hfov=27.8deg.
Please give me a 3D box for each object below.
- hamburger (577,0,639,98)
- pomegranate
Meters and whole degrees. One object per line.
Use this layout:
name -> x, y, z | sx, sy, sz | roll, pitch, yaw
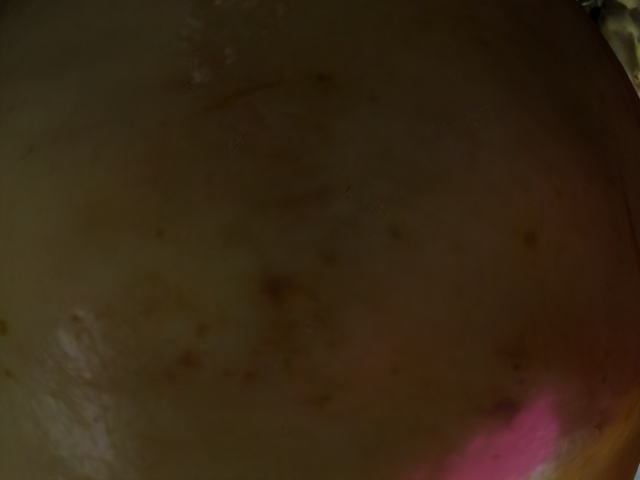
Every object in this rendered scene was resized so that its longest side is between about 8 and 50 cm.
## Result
hamburger -> 0.192, -0.224, 0.880 | 0.318, 0.195, 0.277 | -50, 156, -53
pomegranate -> -0.030, 0.012, 0.645 | 0.411, 0.411, 0.411 | -43, 171, -9
